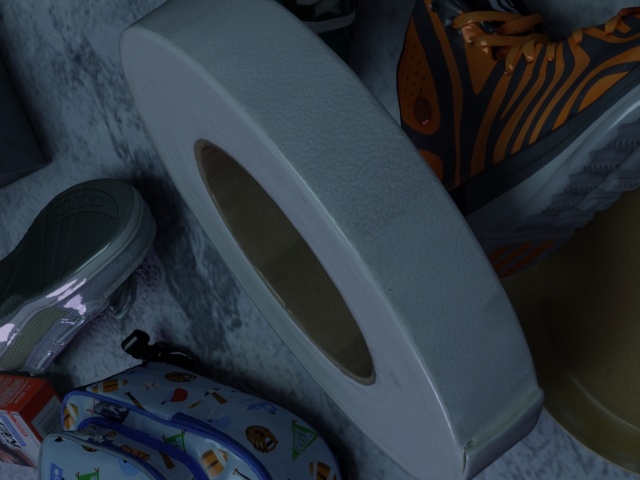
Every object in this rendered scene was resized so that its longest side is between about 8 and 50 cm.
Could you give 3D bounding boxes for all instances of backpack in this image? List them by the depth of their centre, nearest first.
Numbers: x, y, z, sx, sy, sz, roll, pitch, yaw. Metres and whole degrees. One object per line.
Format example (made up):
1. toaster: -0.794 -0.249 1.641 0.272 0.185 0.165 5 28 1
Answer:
1. backpack: -0.112 0.246 1.189 0.263 0.213 0.277 6 109 29

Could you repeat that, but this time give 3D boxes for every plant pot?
1. plant pot: 0.228 0.051 0.914 0.236 0.032 0.236 17 117 35

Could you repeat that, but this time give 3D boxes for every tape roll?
1. tape roll: 0.000 0.000 0.931 0.392 0.072 0.392 49 166 18

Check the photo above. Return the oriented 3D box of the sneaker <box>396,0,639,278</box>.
1. sneaker: 0.147 -0.115 0.834 0.321 0.124 0.180 -38 64 41

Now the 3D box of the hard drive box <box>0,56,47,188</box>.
1. hard drive box: -0.413 -0.107 1.325 0.232 0.089 0.181 -22 91 24

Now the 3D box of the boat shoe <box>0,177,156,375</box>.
1. boat shoe: -0.241 0.045 1.289 0.320 0.103 0.118 -38 40 41

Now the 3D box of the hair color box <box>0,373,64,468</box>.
1. hair color box: -0.336 0.192 1.440 0.167 0.053 0.093 1 130 43

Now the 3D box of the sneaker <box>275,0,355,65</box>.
1. sneaker: -0.011 -0.234 0.953 0.121 0.108 0.302 6 110 45
